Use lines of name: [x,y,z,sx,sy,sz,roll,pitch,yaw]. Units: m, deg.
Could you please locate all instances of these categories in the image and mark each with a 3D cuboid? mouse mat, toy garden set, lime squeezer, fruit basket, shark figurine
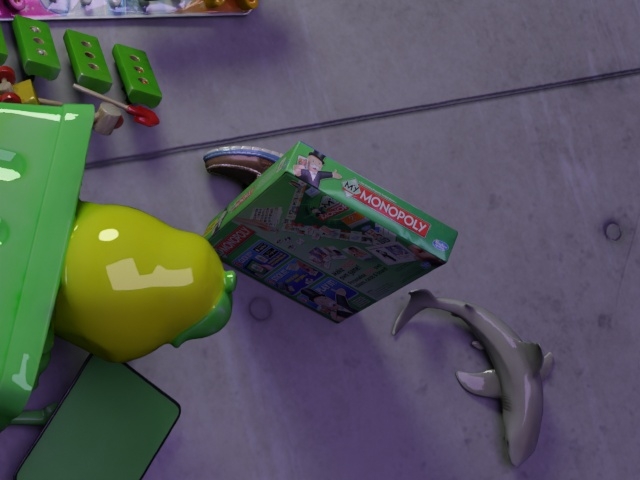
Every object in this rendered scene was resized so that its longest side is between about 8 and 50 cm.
mouse mat: [-0.259,0.238,1.762,0.152,0.007,0.189,43,70,-32]
toy garden set: [-0.309,-0.187,1.806,0.244,0.049,0.203,13,32,-30]
lime squeezer: [-0.295,0.163,1.792,0.110,0.059,0.310,38,63,25]
fruit basket: [-0.294,0.043,1.671,0.392,0.283,0.392,9,68,-24]
shark figurine: [0.235,0.138,1.970,0.166,0.116,0.278,-42,96,-27]

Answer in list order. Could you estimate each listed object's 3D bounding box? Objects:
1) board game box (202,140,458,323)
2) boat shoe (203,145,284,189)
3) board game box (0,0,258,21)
board game box: [0.000,0.000,1.796,0.214,0.317,0.046,30,65,-13]
boat shoe: [-0.064,-0.076,1.930,0.183,0.066,0.066,9,74,-19]
board game box: [-0.266,-0.478,1.897,0.390,0.050,0.389,-5,97,-23]
